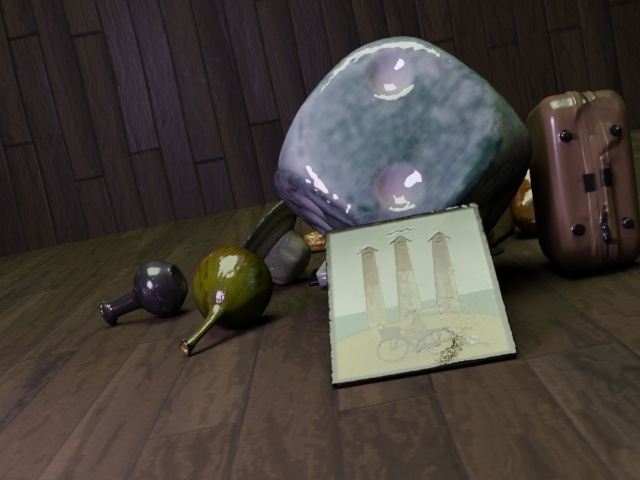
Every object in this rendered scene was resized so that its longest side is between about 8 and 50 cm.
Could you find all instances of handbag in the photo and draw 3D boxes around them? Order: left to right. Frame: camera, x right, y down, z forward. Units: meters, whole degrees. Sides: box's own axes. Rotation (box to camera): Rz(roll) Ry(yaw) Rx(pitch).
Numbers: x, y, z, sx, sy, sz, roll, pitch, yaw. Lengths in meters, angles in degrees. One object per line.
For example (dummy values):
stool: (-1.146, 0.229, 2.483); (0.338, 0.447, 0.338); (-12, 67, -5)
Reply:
handbag: (0.447, -0.104, 1.707); (0.149, 0.301, 0.283); (-10, 2, -2)

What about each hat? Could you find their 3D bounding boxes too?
hat: (-0.080, 0.033, 2.067); (0.110, 0.252, 0.252); (35, 24, 13)

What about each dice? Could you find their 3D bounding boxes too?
dice: (0.143, -0.124, 1.711); (0.348, 0.330, 0.328); (-47, -20, -7)

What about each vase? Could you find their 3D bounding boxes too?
vase: (-0.365, 0.115, 1.992); (0.183, 0.120, 0.120); (-24, 5, 13)

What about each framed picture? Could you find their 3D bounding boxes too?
framed picture: (0.129, 0.068, 1.386); (0.244, 0.013, 0.323); (-10, 39, 6)

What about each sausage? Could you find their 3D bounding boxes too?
sausage: (0.462, -0.123, 2.114); (0.109, 0.109, 0.270); (-8, 48, 24)

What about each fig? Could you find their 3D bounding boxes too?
fig: (-0.180, 0.100, 1.712); (0.152, 0.151, 0.259); (-8, 13, 20)

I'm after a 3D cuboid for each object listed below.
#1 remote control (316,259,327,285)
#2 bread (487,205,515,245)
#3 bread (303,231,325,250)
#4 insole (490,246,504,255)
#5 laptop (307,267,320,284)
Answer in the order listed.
remote control: (0.120, 0.046, 1.950); (0.250, 0.034, 0.103); (-9, 15, 16)
bread: (0.257, -0.117, 2.131); (0.279, 0.278, 0.207); (-10, 10, 29)
bread: (0.000, 0.000, 2.455); (0.083, 0.044, 0.111); (-7, 7, 18)
insole: (0.216, 0.053, 1.933); (0.328, 0.007, 0.111); (-14, 10, -18)
laptop: (0.075, 0.062, 2.049); (0.197, 0.016, 0.135); (-11, 10, 9)
